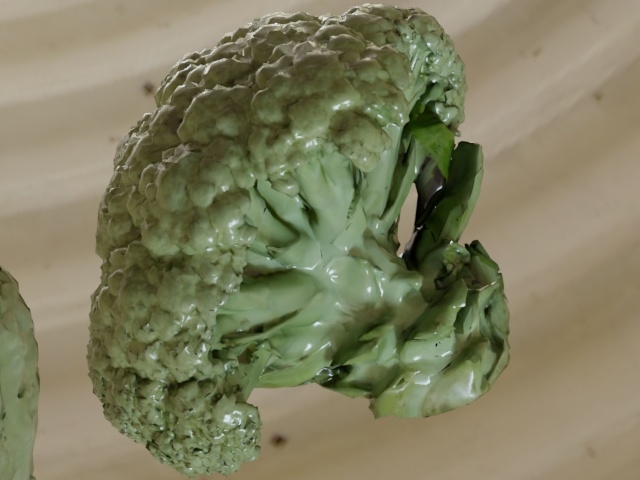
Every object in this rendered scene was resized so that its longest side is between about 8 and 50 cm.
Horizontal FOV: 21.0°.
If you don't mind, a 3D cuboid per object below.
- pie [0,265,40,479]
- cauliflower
[{"bbox_3d":[-0.180,-0.008,0.393,0.277,0.277,0.078,-18,-168,39],"label":"pie"},{"bbox_3d":[0.000,0.000,0.989,0.275,0.250,0.272,-48,-168,14],"label":"cauliflower"}]
